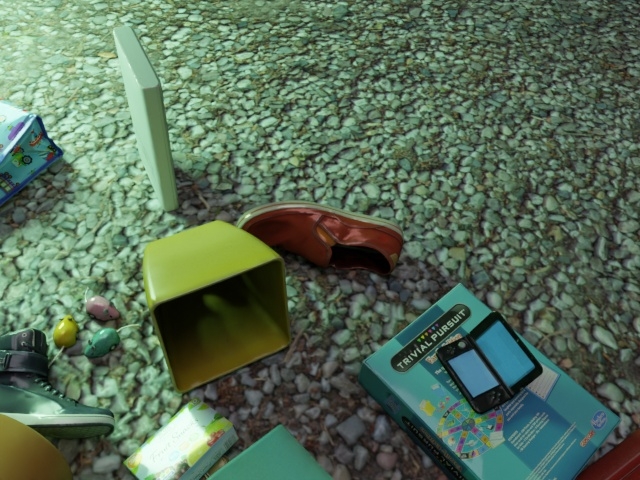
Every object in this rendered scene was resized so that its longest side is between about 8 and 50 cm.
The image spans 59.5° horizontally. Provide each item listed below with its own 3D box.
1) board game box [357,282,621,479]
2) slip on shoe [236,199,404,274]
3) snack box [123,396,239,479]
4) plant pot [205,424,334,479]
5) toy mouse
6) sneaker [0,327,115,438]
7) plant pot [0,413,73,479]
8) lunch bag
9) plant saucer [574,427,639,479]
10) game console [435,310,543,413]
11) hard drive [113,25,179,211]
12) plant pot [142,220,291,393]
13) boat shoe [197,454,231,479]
[{"bbox_3d":[0.269,0.263,0.923,0.253,0.079,0.336,-32,60,-27],"label":"board game box"},{"bbox_3d":[0.000,0.000,1.091,0.331,0.123,0.101,10,54,-4],"label":"slip on shoe"},{"bbox_3d":[-0.206,0.313,0.838,0.100,0.037,0.141,17,46,40],"label":"snack box"},{"bbox_3d":[-0.097,0.384,0.677,0.234,0.166,0.165,-20,45,-42],"label":"plant pot"},{"bbox_3d":[-0.390,0.146,0.980,0.143,0.031,0.161,1,51,-6],"label":"toy mouse"},{"bbox_3d":[-0.423,0.220,0.874,0.226,0.086,0.164,4,57,-2],"label":"sneaker"},{"bbox_3d":[-0.445,0.345,0.673,0.290,0.291,0.203,13,34,4],"label":"plant pot"},{"bbox_3d":[-0.730,-0.154,1.149,0.220,0.138,0.293,24,65,12],"label":"lunch bag"},{"bbox_3d":[0.540,0.425,0.841,0.259,0.048,0.258,-23,57,-22],"label":"plant saucer"},{"bbox_3d":[0.262,0.190,0.883,0.107,0.071,0.122,-19,55,-20],"label":"game console"},{"bbox_3d":[-0.343,-0.232,1.115,0.040,0.308,0.203,-18,55,-21],"label":"hard drive"},{"bbox_3d":[-0.191,0.089,0.949,0.212,0.212,0.187,-21,43,-22],"label":"plant pot"},{"bbox_3d":[-0.165,0.379,0.802,0.056,0.048,0.153,16,51,7],"label":"boat shoe"}]
